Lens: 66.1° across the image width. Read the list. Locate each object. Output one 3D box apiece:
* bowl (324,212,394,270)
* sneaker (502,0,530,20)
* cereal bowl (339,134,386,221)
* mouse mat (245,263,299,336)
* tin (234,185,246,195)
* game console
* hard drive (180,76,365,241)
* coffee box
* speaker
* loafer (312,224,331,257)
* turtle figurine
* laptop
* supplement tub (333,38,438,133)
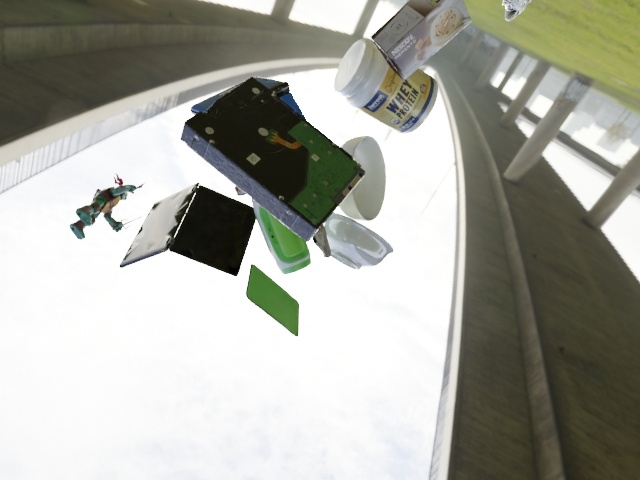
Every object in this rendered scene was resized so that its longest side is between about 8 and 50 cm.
[{"bbox_3d":[0.117,0.022,1.860,0.297,0.134,0.298,29,171,5],"label":"bowl"},{"bbox_3d":[0.641,-0.819,1.608,0.090,0.095,0.235,45,-172,27],"label":"sneaker"},{"bbox_3d":[0.135,-0.242,1.936,0.141,0.339,0.339,3,-165,29],"label":"cereal bowl"},{"bbox_3d":[-0.122,0.155,1.292,0.189,0.007,0.153,44,-159,-23],"label":"mouse mat"},{"bbox_3d":[-0.309,-0.269,2.263,0.040,0.189,0.106,60,179,8],"label":"tin"},{"bbox_3d":[-0.219,-0.386,1.581,0.250,0.173,0.293,25,-132,38],"label":"game console"},{"bbox_3d":[-0.090,-0.180,1.046,0.339,0.064,0.237,38,-129,1],"label":"hard drive"},{"bbox_3d":[0.283,-0.598,1.390,0.141,0.246,0.098,33,-157,-52],"label":"coffee box"},{"bbox_3d":[-0.132,-0.041,1.662,0.131,0.131,0.297,-35,-74,-60],"label":"speaker"},{"bbox_3d":[0.000,0.000,1.612,0.050,0.148,0.056,-15,-143,0],"label":"loafer"},{"bbox_3d":[-0.620,-0.100,1.449,0.118,0.175,0.234,30,-141,9],"label":"turtle figurine"},{"bbox_3d":[-0.512,-0.016,1.961,0.236,0.407,0.382,53,-148,-34],"label":"laptop"},{"bbox_3d":[0.226,-0.537,1.723,0.316,0.228,0.228,22,-153,-24],"label":"supplement tub"}]
